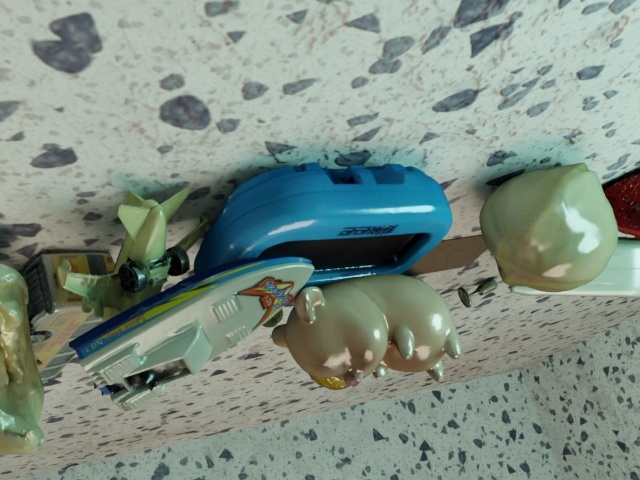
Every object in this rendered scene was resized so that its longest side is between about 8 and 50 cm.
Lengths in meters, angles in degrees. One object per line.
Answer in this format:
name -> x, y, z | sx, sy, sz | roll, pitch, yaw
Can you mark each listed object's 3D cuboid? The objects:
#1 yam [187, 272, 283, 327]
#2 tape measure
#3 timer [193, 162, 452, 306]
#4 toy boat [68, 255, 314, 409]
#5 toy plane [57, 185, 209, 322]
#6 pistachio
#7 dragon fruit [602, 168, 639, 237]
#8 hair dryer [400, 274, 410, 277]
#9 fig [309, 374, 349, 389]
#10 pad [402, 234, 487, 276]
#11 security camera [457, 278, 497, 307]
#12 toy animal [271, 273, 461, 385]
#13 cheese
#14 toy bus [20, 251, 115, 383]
yam -> -0.147, 0.107, 1.140 | 0.061, 0.061, 0.274 | -22, 156, 15
tape measure -> 0.503, 0.044, 1.266 | 0.258, 0.130, 0.265 | 0, -178, 10
timer -> 0.000, 0.000, 0.911 | 0.340, 0.115, 0.309 | -4, 156, -29
toy boat -> -0.136, 0.096, 0.765 | 0.295, 0.088, 0.129 | -28, 144, -13
toy plane -> -0.229, 0.045, 0.794 | 0.229, 0.092, 0.244 | -26, 141, -52
pistachio -> 0.378, -0.022, 1.037 | 0.332, 0.208, 0.226 | -2, 120, -59
dragon fruit -> 0.627, -0.074, 1.161 | 0.262, 0.189, 0.163 | -25, 126, 30
hair dryer -> 0.116, 0.131, 1.375 | 0.219, 0.071, 0.124 | -17, 161, 22
fig -> 0.008, 0.266, 1.553 | 0.159, 0.159, 0.257 | -22, 140, 13
pad -> 0.231, 0.037, 1.307 | 0.266, 0.002, 0.176 | -8, 157, -20
security camera -> 0.396, 0.125, 1.585 | 0.092, 0.058, 0.058 | -25, 160, -12
toy animal -> 0.068, 0.123, 0.900 | 0.250, 0.154, 0.166 | 2, 134, -21
cheese -> -0.434, 0.143, 0.781 | 0.233, 0.127, 0.266 | 9, 123, 13
toy bus -> -0.418, 0.127, 0.954 | 0.138, 0.097, 0.342 | -5, 155, -42
